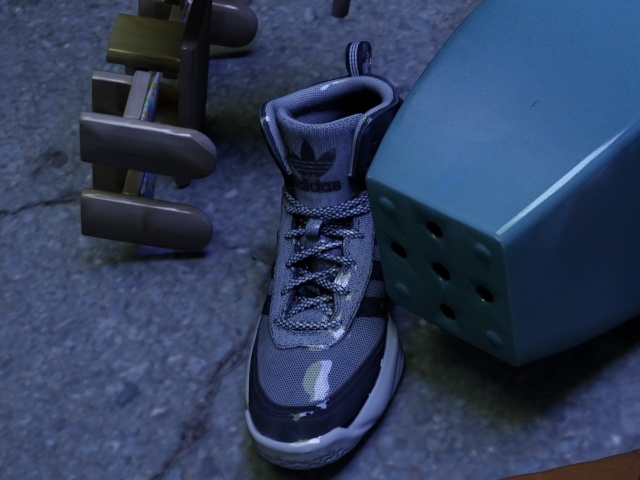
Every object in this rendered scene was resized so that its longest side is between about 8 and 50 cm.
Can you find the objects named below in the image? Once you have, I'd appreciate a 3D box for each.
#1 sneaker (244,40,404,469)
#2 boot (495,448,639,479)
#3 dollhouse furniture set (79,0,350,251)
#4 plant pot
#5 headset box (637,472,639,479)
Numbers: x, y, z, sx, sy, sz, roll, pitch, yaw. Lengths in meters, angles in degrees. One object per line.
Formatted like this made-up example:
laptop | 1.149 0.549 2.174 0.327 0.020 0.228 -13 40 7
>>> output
sneaker | 0.000 0.000 1.120 0.101 0.153 0.269 3 51 21
boot | 0.186 0.123 1.017 0.280 0.096 0.264 -21 53 10
dollhouse furniture set | -0.063 -0.141 1.223 0.161 0.242 0.212 9 50 1
plant pot | 0.147 -0.046 1.084 0.165 0.166 0.234 28 56 36
headset box | 0.194 0.136 0.924 0.062 0.032 0.083 13 64 31
